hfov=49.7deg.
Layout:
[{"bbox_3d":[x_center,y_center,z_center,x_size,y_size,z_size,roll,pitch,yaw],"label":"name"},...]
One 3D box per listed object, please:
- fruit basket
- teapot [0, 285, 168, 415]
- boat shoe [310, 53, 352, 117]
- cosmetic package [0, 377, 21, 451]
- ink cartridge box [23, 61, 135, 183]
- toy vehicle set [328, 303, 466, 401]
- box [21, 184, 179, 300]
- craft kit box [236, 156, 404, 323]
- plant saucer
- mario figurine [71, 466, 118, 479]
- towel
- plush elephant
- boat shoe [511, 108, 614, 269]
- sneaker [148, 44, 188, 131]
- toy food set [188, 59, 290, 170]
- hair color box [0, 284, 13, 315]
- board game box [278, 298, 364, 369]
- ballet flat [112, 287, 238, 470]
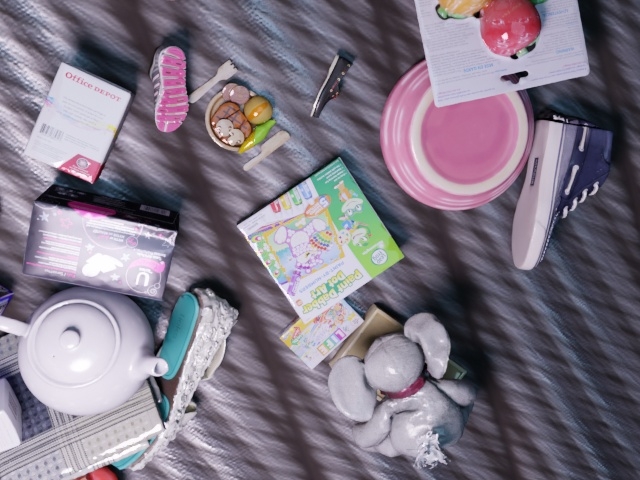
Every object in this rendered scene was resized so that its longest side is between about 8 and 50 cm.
[{"bbox_3d":[0.334,-0.459,1.322,0.327,0.165,0.352,-14,103,-8],"label":"fruit basket"},{"bbox_3d":[-0.426,0.185,1.215,0.256,0.187,0.252,-28,77,-10],"label":"teapot"},{"bbox_3d":[0.020,-0.299,1.358,0.042,0.049,0.132,27,91,-7],"label":"boat shoe"},{"bbox_3d":[-0.648,0.337,1.194,0.231,0.117,0.085,-20,115,-15],"label":"cosmetic package"},{"bbox_3d":[-0.429,-0.214,1.246,0.128,0.127,0.176,25,96,-14],"label":"ink cartridge box"},{"bbox_3d":[0.172,0.279,1.516,0.267,0.035,0.166,36,93,-16],"label":"toy vehicle set"},{"bbox_3d":[-0.399,0.003,1.280,0.248,0.163,0.142,13,102,-13],"label":"box"},{"bbox_3d":[0.000,0.000,1.401,0.250,0.061,0.246,-35,101,-2],"label":"craft kit box"},{"bbox_3d":[0.291,-0.221,1.411,0.333,0.084,0.331,-2,103,-10],"label":"plant saucer"},{"bbox_3d":[-0.554,0.516,1.349,0.321,0.170,0.198,-6,137,-2],"label":"mario figurine"},{"bbox_3d":[-0.482,0.292,1.321,0.325,0.056,0.312,-24,74,-4],"label":"towel"},{"bbox_3d":[0.164,0.289,1.375,0.272,0.330,0.255,-21,87,1],"label":"plush elephant"},{"bbox_3d":[0.515,-0.096,1.457,0.158,0.127,0.340,8,100,-7],"label":"boat shoe"},{"bbox_3d":[-0.288,-0.290,1.297,0.063,0.075,0.170,-10,127,-27],"label":"sneaker"},{"bbox_3d":[-0.158,-0.238,1.341,0.132,0.038,0.192,-40,106,-1],"label":"toy food set"},{"bbox_3d":[-0.741,0.198,1.267,0.185,0.110,0.338,32,96,-3],"label":"hair color box"},{"bbox_3d":[0.002,0.185,1.468,0.154,0.026,0.103,-43,106,0],"label":"board game box"},{"bbox_3d":[-0.281,0.290,1.387,0.147,0.147,0.408,26,96,-15],"label":"ballet flat"}]
